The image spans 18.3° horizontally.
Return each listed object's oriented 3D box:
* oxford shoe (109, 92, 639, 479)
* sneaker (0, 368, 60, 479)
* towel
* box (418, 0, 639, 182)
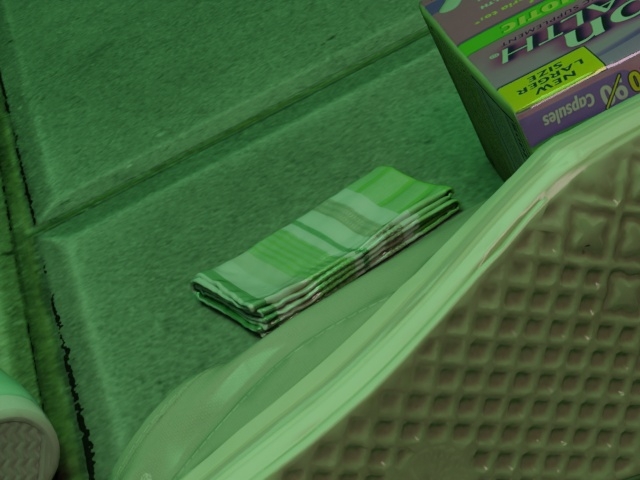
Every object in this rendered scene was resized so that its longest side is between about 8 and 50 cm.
[{"bbox_3d":[0.077,0.051,0.870,0.449,0.169,0.130,-36,22,-9],"label":"oxford shoe"},{"bbox_3d":[-0.287,0.140,1.145,0.256,0.094,0.151,-23,27,-16],"label":"sneaker"},{"bbox_3d":[0.000,0.000,1.232,0.152,0.023,0.113,-33,24,-16],"label":"towel"},{"bbox_3d":[0.194,-0.104,1.126,0.213,0.117,0.243,-26,23,1],"label":"box"}]
